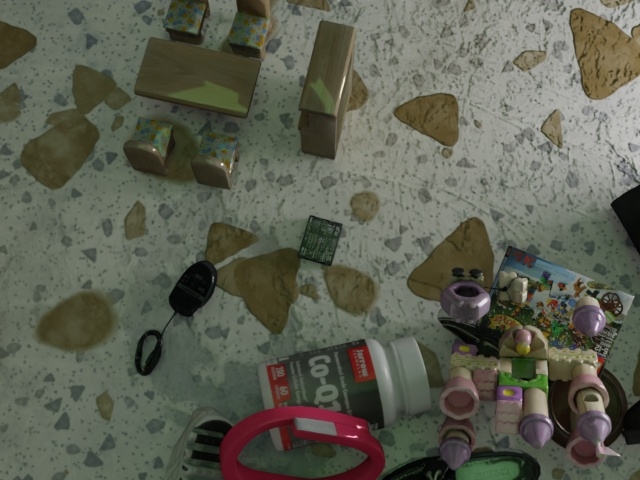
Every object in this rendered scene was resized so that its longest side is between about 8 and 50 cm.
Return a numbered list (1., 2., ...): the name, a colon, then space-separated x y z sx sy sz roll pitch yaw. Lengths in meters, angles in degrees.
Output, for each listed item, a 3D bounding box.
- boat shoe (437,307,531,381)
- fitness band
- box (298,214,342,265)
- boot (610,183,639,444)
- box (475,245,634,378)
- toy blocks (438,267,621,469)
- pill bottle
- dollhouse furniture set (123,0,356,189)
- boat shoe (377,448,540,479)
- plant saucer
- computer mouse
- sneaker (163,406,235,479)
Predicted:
1. boat shoe: 0.308 0.192 1.825 0.219 0.078 0.070 25 76 4
2. fitness band: -0.030 0.366 1.694 0.290 0.209 0.054 18 38 -29
3. box: 0.000 0.000 1.904 0.067 0.018 0.083 14 76 3
4. boot: 0.638 0.110 1.812 0.366 0.146 0.445 -16 78 -11
5. box: 0.411 0.126 1.770 0.233 0.044 0.159 22 92 -1
6. toy blocks: 0.331 0.245 1.637 0.288 0.260 0.309 3 115 9
7. pill bottle: 0.041 0.262 1.762 0.283 0.161 0.161 -13 76 -3
8. dollhouse furniture set: -0.146 -0.300 1.859 0.394 0.256 0.362 13 75 3
9. boat shoe: 0.234 0.422 1.757 0.302 0.091 0.114 -16 76 -5
10. plant saucer: 0.478 0.299 1.824 0.168 0.029 0.169 0 74 0
11. computer mouse: -0.267 0.144 1.860 0.071 0.041 0.242 32 84 17
12. sneaker: -0.229 0.428 1.754 0.110 0.118 0.292 21 94 -24
